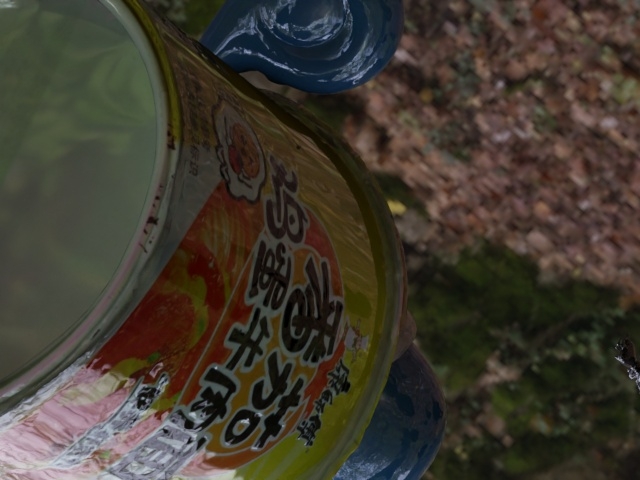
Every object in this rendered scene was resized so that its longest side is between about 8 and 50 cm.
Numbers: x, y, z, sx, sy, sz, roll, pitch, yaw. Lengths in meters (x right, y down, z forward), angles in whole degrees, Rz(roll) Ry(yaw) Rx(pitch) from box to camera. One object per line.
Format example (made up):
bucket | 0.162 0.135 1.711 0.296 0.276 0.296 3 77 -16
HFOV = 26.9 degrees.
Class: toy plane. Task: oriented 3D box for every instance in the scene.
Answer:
toy plane | 0.296 0.125 1.114 0.078 0.053 0.197 29 177 27

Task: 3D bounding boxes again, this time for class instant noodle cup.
instant noodle cup | -0.113 0.009 0.580 0.264 0.264 0.200 42 179 26

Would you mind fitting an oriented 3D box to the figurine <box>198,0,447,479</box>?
figurine | -0.040 -0.005 0.982 0.298 0.243 0.416 -60 -35 -70
